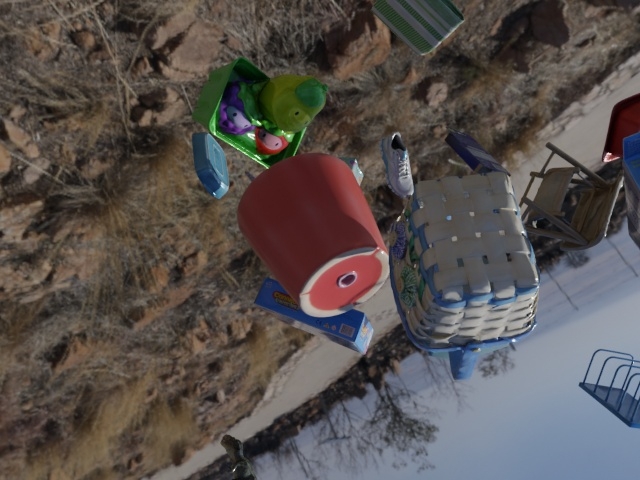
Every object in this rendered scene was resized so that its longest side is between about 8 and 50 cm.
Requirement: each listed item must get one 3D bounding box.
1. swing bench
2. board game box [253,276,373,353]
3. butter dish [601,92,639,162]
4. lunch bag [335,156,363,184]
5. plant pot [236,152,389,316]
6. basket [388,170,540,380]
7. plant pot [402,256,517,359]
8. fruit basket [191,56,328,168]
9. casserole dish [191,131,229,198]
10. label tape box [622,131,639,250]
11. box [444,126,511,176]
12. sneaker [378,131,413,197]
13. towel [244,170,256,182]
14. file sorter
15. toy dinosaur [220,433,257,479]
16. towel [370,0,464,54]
[{"bbox_3d":[0.756,-0.123,1.573,0.253,0.254,0.165,-56,163,-25],"label":"swing bench"},{"bbox_3d":[-0.007,0.232,1.532,0.308,0.086,0.302,19,166,15],"label":"board game box"},{"bbox_3d":[0.731,-0.241,1.130,0.160,0.118,0.160,-22,131,-11],"label":"butter dish"},{"bbox_3d":[0.022,-0.238,2.186,0.262,0.223,0.160,10,155,25],"label":"lunch bag"},{"bbox_3d":[0.000,0.000,1.025,0.274,0.243,0.275,-19,141,-16],"label":"plant pot"},{"bbox_3d":[0.204,0.048,0.763,0.201,0.255,0.289,-9,148,7],"label":"basket"},{"bbox_3d":[0.376,0.197,1.477,0.252,0.248,0.247,-21,130,-18],"label":"plant pot"},{"bbox_3d":[-0.154,-0.384,1.580,0.283,0.392,0.392,-67,156,-3],"label":"fruit basket"},{"bbox_3d":[-0.260,-0.186,1.227,0.037,0.188,0.114,-24,142,11],"label":"casserole dish"},{"bbox_3d":[0.795,-0.116,1.074,0.249,0.115,0.348,-22,138,17],"label":"label tape box"},{"bbox_3d":[0.477,-0.269,1.586,0.136,0.225,0.036,10,128,-33],"label":"box"},{"bbox_3d":[0.218,-0.213,1.417,0.071,0.191,0.083,-16,171,-21],"label":"sneaker"},{"bbox_3d":[-0.221,-0.188,2.186,0.040,0.243,0.336,-47,-159,2],"label":"towel"},{"bbox_3d":[0.685,0.325,1.121,0.118,0.105,0.170,12,-169,-10],"label":"file sorter"},{"bbox_3d":[-0.185,0.587,1.180,0.118,0.268,0.064,-28,163,-21],"label":"toy dinosaur"},{"bbox_3d":[0.280,-0.685,1.530,0.038,0.248,0.325,-49,-173,-5],"label":"towel"}]
